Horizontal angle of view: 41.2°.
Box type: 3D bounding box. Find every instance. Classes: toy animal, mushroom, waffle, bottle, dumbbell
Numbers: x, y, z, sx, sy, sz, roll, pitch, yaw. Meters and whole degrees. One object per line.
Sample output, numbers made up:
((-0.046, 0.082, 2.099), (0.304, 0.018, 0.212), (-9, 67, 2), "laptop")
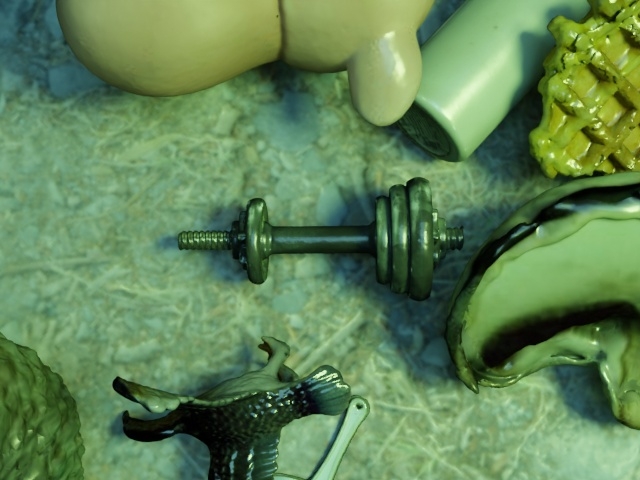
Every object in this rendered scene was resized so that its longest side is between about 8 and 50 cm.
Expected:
((-0.079, 0.156, 0.721), (0.160, 0.197, 0.273), (-39, 122, -29), "toy animal")
((0.281, 0.051, 0.735), (0.344, 0.130, 0.248), (-7, 117, 12), "mushroom")
((-0.053, -0.225, 0.714), (0.326, 0.269, 0.237), (-30, 128, -36), "toy animal")
((0.308, -0.117, 0.758), (0.291, 0.051, 0.291), (-5, 119, -10), "waffle")
((0.173, -0.191, 0.797), (0.104, 0.104, 0.245), (42, 81, 4), "bottle")
((0.000, 0.000, 0.758), (0.254, 0.110, 0.110), (-1, 81, 2), "dumbbell")

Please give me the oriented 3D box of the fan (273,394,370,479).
((-0.012, 0.243, 0.760), (0.152, 0.008, 0.227), (29, 81, 2), "fan")

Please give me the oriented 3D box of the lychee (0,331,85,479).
((-0.308, 0.181, 0.631), (0.274, 0.255, 0.255), (4, 80, 16), "lychee")
